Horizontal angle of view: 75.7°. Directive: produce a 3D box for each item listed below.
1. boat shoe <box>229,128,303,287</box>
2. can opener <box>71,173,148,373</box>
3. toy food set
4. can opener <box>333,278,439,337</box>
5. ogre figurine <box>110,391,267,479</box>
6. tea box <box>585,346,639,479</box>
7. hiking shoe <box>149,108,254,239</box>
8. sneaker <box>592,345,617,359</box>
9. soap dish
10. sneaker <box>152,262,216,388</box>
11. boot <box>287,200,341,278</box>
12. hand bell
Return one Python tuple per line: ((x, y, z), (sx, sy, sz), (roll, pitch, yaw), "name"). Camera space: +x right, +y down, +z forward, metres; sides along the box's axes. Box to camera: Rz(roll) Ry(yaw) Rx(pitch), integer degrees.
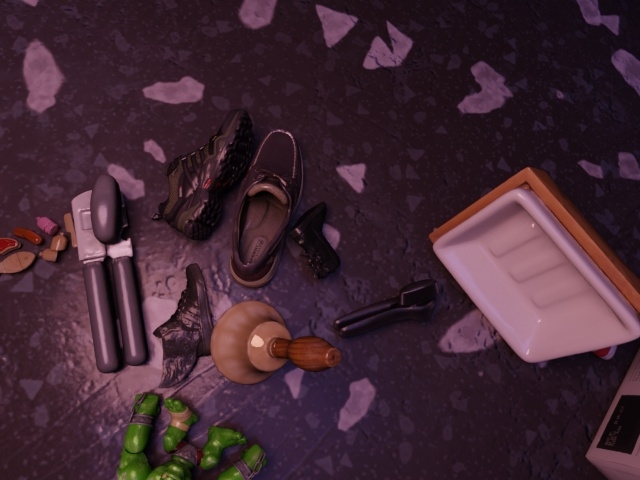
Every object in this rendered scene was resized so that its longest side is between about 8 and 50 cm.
((-0.084, -0.068, 0.675), (0.102, 0.092, 0.286), (16, 70, -6), "boat shoe")
((-0.311, 0.047, 0.597), (0.074, 0.093, 0.281), (-11, 81, -16), "can opener")
((-0.429, 0.004, 0.619), (0.122, 0.019, 0.078), (-18, 78, -9), "toy food set")
((0.110, 0.116, 0.685), (0.185, 0.059, 0.073), (-18, 105, -7), "can opener")
((-0.181, 0.296, 0.549), (0.197, 0.096, 0.118), (37, 50, -15), "ogre figurine")
((0.689, 0.341, 0.654), (0.323, 0.220, 0.329), (43, 70, 2), "tea box")
((-0.193, -0.121, 0.660), (0.114, 0.086, 0.227), (22, 79, 13), "hiking shoe")
((0.521, 0.154, 0.768), (0.067, 0.042, 0.119), (26, 72, -7), "sneaker")
((0.353, 0.045, 0.677), (0.118, 0.229, 0.291), (-33, 82, -36), "soap dish")
((-0.208, 0.123, 0.612), (0.089, 0.051, 0.170), (-11, 80, -20), "sneaker")
((0.001, 0.000, 0.695), (0.099, 0.045, 0.121), (54, 36, -14), "boot")
((-0.046, 0.140, 0.528), (0.126, 0.242, 0.126), (5, 80, -30), "hand bell")
